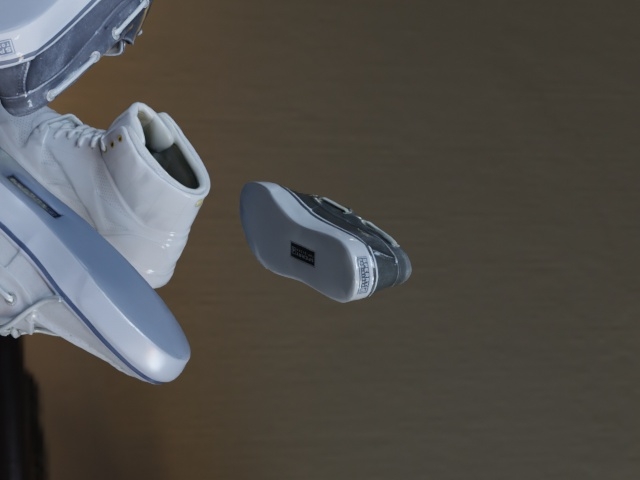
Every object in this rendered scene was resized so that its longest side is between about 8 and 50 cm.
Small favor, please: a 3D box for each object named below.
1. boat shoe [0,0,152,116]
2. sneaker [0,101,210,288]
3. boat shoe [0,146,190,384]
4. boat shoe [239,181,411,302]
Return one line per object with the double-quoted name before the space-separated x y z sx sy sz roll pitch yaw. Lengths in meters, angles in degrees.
"boat shoe" -0.208 -0.223 1.404 0.301 0.108 0.102 -55 139 -42
"sneaker" -0.236 -0.105 1.628 0.292 0.108 0.169 42 -54 15
"boat shoe" -0.300 0.040 1.467 0.156 0.367 0.136 -49 176 12
"boat shoe" 0.000 0.000 1.380 0.219 0.070 0.078 33 -55 50
